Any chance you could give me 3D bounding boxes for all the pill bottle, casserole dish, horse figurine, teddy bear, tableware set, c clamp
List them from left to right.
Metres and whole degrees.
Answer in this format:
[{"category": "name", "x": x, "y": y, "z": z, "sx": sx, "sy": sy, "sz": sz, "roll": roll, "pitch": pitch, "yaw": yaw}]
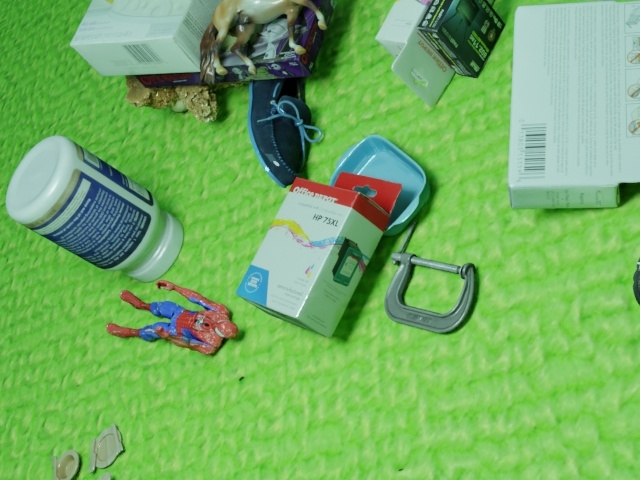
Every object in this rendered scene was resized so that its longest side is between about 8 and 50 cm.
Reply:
[{"category": "tableware set", "x": -0.362, "y": 0.367, "z": 1.564, "sx": 0.169, "sy": 0.020, "sz": 0.141, "roll": -31, "pitch": 46, "yaw": 24}, {"category": "pill bottle", "x": -0.356, "y": -0.042, "z": 1.644, "sx": 0.153, "sy": 0.265, "sz": 0.153, "roll": -25, "pitch": 48, "yaw": 31}, {"category": "teddy bear", "x": -0.180, "y": -0.314, "z": 1.797, "sx": 0.338, "sy": 0.113, "sz": 0.245, "roll": -35, "pitch": 50, "yaw": 10}, {"category": "horse figurine", "x": -0.090, "y": -0.342, "z": 1.576, "sx": 0.263, "sy": 0.066, "sz": 0.174, "roll": -23, "pitch": 57, "yaw": 15}, {"category": "casserole dish", "x": 0.086, "y": -0.073, "z": 1.423, "sx": 0.114, "sy": 0.037, "sz": 0.188, "roll": -50, "pitch": 41, "yaw": 6}, {"category": "c clamp", "x": 0.139, "y": 0.048, "z": 1.302, "sx": 0.161, "sy": 0.022, "sz": 0.137, "roll": 20, "pitch": 78, "yaw": 48}]

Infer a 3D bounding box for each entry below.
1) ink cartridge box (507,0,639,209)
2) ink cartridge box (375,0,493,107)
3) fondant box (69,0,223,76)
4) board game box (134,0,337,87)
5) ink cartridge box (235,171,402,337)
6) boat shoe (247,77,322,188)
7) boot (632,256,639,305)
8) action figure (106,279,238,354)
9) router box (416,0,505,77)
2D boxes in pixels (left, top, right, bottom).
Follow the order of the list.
[{"category": "ink cartridge box", "x": 0.351, "y": -0.169, "z": 1.223, "sx": 0.239, "sy": 0.060, "sz": 0.275, "roll": 0, "pitch": 61, "yaw": 15}, {"category": "ink cartridge box", "x": 0.155, "y": -0.301, "z": 1.447, "sx": 0.067, "sy": 0.115, "sz": 0.198, "roll": 20, "pitch": 78, "yaw": 47}, {"category": "fondant box", "x": -0.251, "y": -0.438, "z": 1.722, "sx": 0.238, "sy": 0.096, "sz": 0.330, "roll": 4, "pitch": 62, "yaw": 34}, {"category": "board game box", "x": -0.139, "y": -0.356, "z": 1.690, "sx": 0.347, "sy": 0.056, "sz": 0.208, "roll": 1, "pitch": 58, "yaw": 33}, {"category": "ink cartridge box", "x": 0.000, "y": 0.000, "z": 1.368, "sx": 0.134, "sy": 0.078, "sz": 0.231, "roll": 16, "pitch": 76, "yaw": 46}, {"category": "boat shoe", "x": -0.060, "y": -0.196, "z": 1.590, "sx": 0.089, "sy": 0.109, "sz": 0.258, "roll": -28, "pitch": 49, "yaw": 19}, {"category": "boot", "x": 0.477, "y": -0.038, "z": 0.994, "sx": 0.223, "sy": 0.118, "sz": 0.338, "roll": 24, "pitch": 90, "yaw": 41}, {"category": "action figure", "x": -0.244, "y": 0.111, "z": 1.541, "sx": 0.280, "sy": 0.139, "sz": 0.091, "roll": 4, "pitch": 68, "yaw": 42}, {"category": "router box", "x": 0.194, "y": -0.294, "z": 1.400, "sx": 0.038, "sy": 0.122, "sz": 0.092, "roll": 21, "pitch": 80, "yaw": 44}]
